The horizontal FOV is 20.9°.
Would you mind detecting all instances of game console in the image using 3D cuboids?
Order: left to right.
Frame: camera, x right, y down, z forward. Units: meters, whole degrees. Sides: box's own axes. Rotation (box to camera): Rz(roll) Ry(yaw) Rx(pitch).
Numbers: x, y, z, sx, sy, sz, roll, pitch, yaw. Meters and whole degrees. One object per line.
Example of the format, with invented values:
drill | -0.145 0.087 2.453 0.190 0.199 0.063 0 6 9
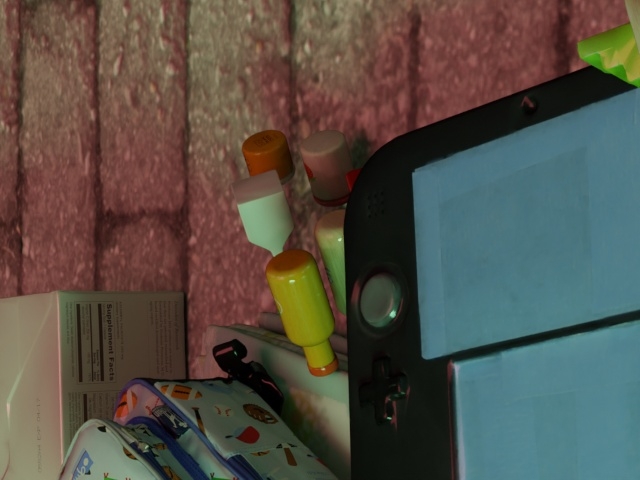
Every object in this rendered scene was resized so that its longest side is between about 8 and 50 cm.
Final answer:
game console | 0.157 0.060 1.147 0.387 0.060 0.342 -18 63 46

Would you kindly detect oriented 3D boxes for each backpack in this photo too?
backpack | -0.084 0.253 1.320 0.263 0.213 0.276 32 113 35

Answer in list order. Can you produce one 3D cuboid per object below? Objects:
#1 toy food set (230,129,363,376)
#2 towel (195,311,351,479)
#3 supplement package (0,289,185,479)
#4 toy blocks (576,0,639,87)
toy food set | 0.000 0.000 1.407 0.232 0.111 0.104 -112 5 -58
towel | 0.018 0.246 1.414 0.374 0.090 0.320 16 105 51
supplement package | -0.242 0.184 1.690 0.204 0.145 0.261 -7 83 51
toy blocks | 0.339 -0.051 0.913 0.381 0.191 0.260 -19 75 25
